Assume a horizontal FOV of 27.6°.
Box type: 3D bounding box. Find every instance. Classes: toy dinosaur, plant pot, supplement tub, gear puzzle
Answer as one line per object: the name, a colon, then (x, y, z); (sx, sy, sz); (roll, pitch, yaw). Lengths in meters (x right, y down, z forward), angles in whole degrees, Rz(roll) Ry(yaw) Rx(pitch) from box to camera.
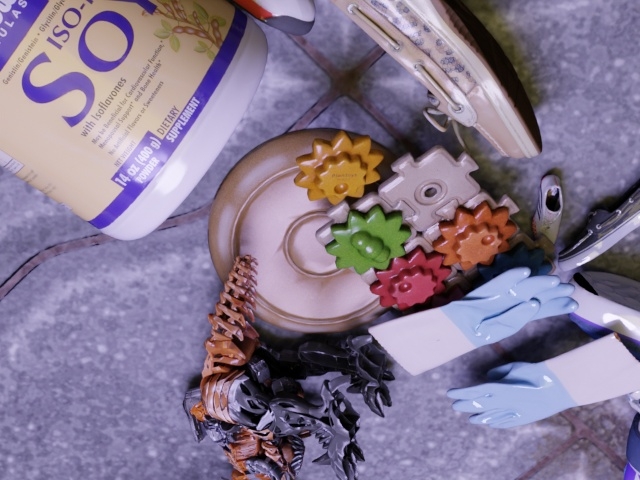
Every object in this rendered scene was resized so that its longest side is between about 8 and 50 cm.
toy dinosaur: (-0.054, 0.168, 1.371); (0.218, 0.164, 0.322); (4, 146, 19)
plant pot: (0.000, 0.000, 1.361); (0.236, 0.032, 0.236); (-1, 115, -2)
supplement tub: (-0.239, -0.179, 1.153); (0.331, 0.241, 0.241); (34, 109, -17)
gear puzzle: (0.101, -0.004, 1.294); (0.175, 0.044, 0.339); (-35, 131, 16)

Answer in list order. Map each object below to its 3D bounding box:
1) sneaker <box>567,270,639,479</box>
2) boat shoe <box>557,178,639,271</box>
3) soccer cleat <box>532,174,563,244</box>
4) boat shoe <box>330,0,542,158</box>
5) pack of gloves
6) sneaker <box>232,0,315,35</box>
sneaker: (0.360, 0.189, 1.409); (0.323, 0.130, 0.236); (21, 108, -18)
boat shoe: (0.302, -0.021, 1.361); (0.142, 0.049, 0.040); (-36, 92, 12)
soccer cleat: (0.238, -0.028, 1.357); (0.029, 0.035, 0.083); (1, 114, -3)
boat shoe: (0.109, -0.181, 1.251); (0.089, 0.104, 0.285); (-34, 108, 22)
pack of gloves: (0.199, 0.106, 1.355); (0.232, 0.046, 0.195); (-25, 119, 37)
sneaker: (-0.075, -0.316, 1.181); (0.270, 0.090, 0.145); (39, 110, -15)
